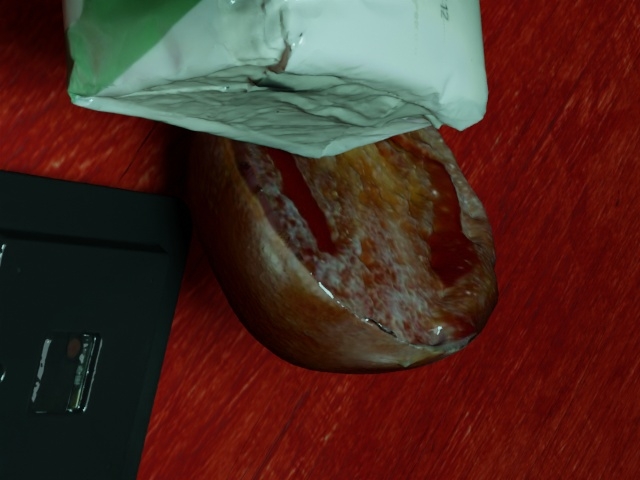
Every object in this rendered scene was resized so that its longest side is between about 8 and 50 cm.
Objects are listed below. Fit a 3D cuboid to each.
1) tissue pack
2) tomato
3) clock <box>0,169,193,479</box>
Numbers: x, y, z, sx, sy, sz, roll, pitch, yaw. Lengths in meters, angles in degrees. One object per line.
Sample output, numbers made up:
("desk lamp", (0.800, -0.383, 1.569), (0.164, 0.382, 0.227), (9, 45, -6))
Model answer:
("tissue pack", (-0.032, -0.246, 1.141), (0.266, 0.194, 0.356), (10, 72, -56))
("tomato", (-0.005, 0.000, 1.360), (0.170, 0.309, 0.309), (-39, 165, 33))
("clock", (-0.200, 0.092, 1.260), (0.273, 0.049, 0.278), (5, 99, -57))
